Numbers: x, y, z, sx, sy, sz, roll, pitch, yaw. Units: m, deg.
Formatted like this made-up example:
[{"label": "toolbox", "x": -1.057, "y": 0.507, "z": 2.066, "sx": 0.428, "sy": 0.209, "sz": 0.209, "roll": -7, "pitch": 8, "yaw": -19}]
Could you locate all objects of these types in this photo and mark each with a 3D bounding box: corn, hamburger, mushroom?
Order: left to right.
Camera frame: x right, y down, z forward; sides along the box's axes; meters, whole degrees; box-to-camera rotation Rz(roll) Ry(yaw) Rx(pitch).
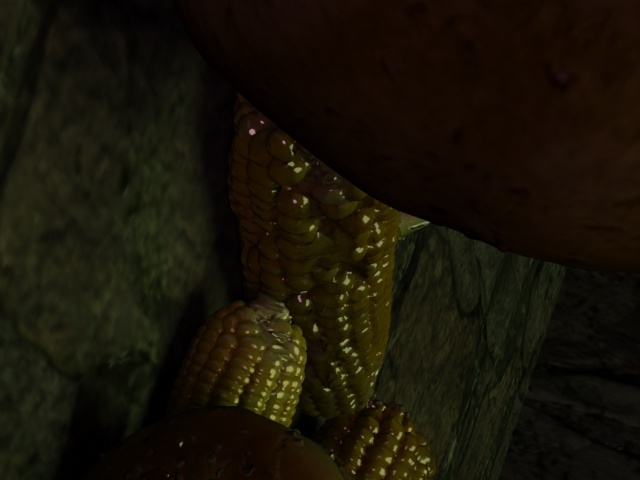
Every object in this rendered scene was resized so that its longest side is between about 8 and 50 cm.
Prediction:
[{"label": "corn", "x": -0.061, "y": 0.126, "z": 0.889, "sx": 0.067, "sy": 0.067, "sz": 0.206, "roll": 41, "pitch": 69, "yaw": -75}, {"label": "hamburger", "x": -0.053, "y": 0.170, "z": 0.784, "sx": 0.113, "sy": 0.185, "sz": 0.177, "roll": 16, "pitch": 53, "yaw": -80}, {"label": "corn", "x": -0.010, "y": 0.259, "z": 1.186, "sx": 0.102, "sy": 0.102, "sz": 0.313, "roll": 70, "pitch": 42, "yaw": -67}, {"label": "corn", "x": 0.000, "y": 0.000, "z": 0.931, "sx": 0.320, "sy": 0.097, "sz": 0.097, "roll": 89, "pitch": 22, "yaw": -55}, {"label": "mushroom", "x": 0.125, "y": -0.154, "z": 0.695, "sx": 0.356, "sy": 0.331, "sz": 0.334, "roll": -58, "pitch": -174, "yaw": -12}]

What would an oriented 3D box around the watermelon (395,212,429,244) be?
[{"label": "watermelon", "x": 0.083, "y": -0.105, "z": 1.221, "sx": 0.119, "sy": 0.063, "sz": 0.245, "roll": -43, "pitch": 150, "yaw": -39}]
